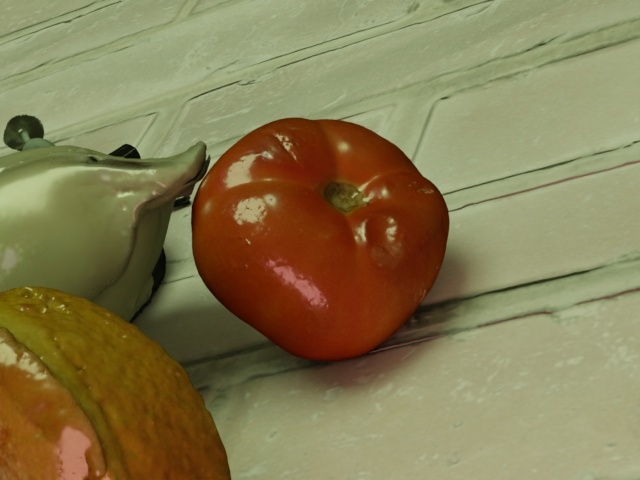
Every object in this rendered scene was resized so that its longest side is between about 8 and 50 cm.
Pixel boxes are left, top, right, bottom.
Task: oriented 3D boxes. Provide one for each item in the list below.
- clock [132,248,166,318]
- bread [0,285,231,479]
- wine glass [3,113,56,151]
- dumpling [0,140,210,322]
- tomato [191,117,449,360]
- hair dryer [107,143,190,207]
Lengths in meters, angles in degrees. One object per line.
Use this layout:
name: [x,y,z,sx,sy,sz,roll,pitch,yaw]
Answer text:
clock: [-0.320,0.020,1.927,0.280,0.055,0.281,-3,38,2]
bread: [-0.243,0.203,1.389,0.358,0.337,0.204,1,15,42]
wine glass: [-0.412,-0.130,2.391,0.066,0.066,0.198,-33,28,-8]
dumpling: [-0.268,0.008,1.677,0.395,0.233,0.315,-38,3,16]
tomato: [-0.004,-0.002,1.597,0.180,0.259,0.260,-59,2,43]
hair dryer: [-0.245,-0.064,2.131,0.219,0.075,0.195,6,33,34]
